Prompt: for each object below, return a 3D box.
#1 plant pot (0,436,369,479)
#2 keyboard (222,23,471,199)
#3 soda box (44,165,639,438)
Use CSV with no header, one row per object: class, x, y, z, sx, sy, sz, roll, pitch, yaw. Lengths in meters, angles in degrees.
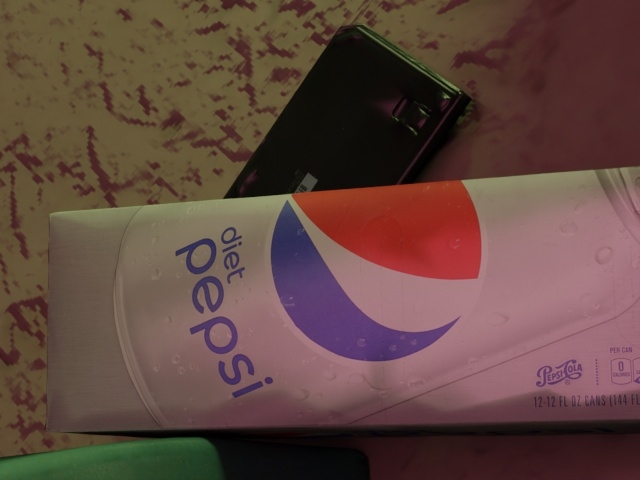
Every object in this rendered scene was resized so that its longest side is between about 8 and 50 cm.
plant pot,-0.103,0.156,0.605,0.166,0.234,0.165,-9,74,26
keyboard,0.000,0.000,0.712,0.108,0.023,0.180,39,98,36
soda box,0.039,0.029,0.617,0.286,0.098,0.091,-4,80,22
